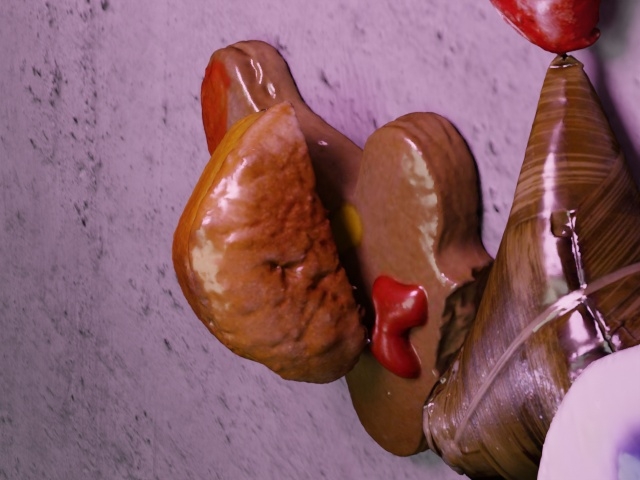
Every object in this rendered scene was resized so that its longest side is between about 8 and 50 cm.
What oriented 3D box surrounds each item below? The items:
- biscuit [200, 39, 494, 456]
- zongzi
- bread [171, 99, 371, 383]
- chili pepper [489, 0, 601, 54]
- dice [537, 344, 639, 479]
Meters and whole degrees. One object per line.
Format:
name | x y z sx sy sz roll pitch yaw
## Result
biscuit | 0.000 0.000 1.093 0.394 0.076 0.368 40 140 36
zongzi | 0.158 0.039 0.853 0.286 0.134 0.288 -37 65 62
bread | -0.061 0.016 1.002 0.129 0.134 0.260 7 113 58
chili pepper | 0.127 -0.245 0.740 0.144 0.136 0.252 -32 93 13
dice | 0.281 0.163 0.554 0.243 0.259 0.251 144 121 -61
